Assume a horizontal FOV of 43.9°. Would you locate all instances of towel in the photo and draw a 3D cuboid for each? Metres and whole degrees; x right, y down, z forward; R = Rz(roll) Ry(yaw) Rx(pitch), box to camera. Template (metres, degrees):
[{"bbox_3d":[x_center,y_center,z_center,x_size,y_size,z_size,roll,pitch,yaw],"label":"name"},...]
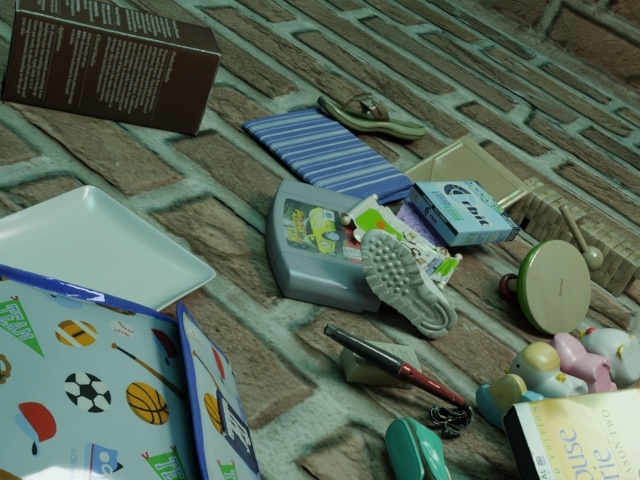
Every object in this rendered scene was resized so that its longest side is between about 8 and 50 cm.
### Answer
[{"bbox_3d":[0.019,-0.177,1.729,0.243,0.040,0.336,-18,50,-42],"label":"towel"}]

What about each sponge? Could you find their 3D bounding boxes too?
[{"bbox_3d":[0.202,-0.021,1.600,0.117,0.031,0.210,28,39,6],"label":"sponge"}]

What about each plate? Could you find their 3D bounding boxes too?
[{"bbox_3d":[-0.340,0.039,1.172,0.277,0.045,0.278,33,34,15],"label":"plate"}]

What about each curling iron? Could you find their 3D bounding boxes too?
[{"bbox_3d":[0.121,0.204,1.182,0.274,0.035,0.068,37,44,-8],"label":"curling iron"}]

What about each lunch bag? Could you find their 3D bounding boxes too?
[{"bbox_3d":[-0.220,0.223,0.826,0.385,0.239,0.328,23,28,-33],"label":"lunch bag"}]

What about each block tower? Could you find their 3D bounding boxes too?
[{"bbox_3d":[0.580,-0.008,1.796,0.335,0.097,0.091,38,35,24],"label":"block tower"}]

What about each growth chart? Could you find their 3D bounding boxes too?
[{"bbox_3d":[0.153,0.004,1.476,0.237,0.021,0.172,36,33,-1],"label":"growth chart"}]

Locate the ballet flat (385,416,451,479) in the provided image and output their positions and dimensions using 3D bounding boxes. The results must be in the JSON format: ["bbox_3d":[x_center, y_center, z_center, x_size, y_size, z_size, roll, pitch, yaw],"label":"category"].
[{"bbox_3d":[0.148,0.339,1.031,0.087,0.083,0.247,25,31,-25],"label":"ballet flat"}]

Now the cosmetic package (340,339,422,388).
[{"bbox_3d":[0.094,0.192,1.236,0.115,0.041,0.060,11,36,-20],"label":"cosmetic package"}]

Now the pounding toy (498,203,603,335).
[{"bbox_3d":[0.439,0.072,1.561,0.183,0.110,0.237,45,65,-22],"label":"pounding toy"}]

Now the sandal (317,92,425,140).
[{"bbox_3d":[0.126,-0.313,1.921,0.303,0.086,0.120,7,24,-29],"label":"sandal"}]

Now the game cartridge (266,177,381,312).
[{"bbox_3d":[0.000,0.000,1.430,0.196,0.060,0.294,10,38,-14],"label":"game cartridge"}]

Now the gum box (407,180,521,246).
[{"bbox_3d":[0.294,-0.058,1.623,0.184,0.041,0.157,-5,45,-36],"label":"gum box"}]

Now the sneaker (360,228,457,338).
[{"bbox_3d":[0.140,0.066,1.355,0.235,0.090,0.095,51,13,-23],"label":"sneaker"}]

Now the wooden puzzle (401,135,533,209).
[{"bbox_3d":[0.317,-0.122,1.779,0.239,0.044,0.221,-28,56,-22],"label":"wooden puzzle"}]

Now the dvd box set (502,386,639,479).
[{"bbox_3d":[0.491,0.345,1.080,0.420,0.062,0.307,-4,56,-12],"label":"dvd box set"}]

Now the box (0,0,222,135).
[{"bbox_3d":[-0.405,-0.348,1.550,0.381,0.191,0.143,9,35,-23],"label":"box"}]

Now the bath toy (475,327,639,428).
[{"bbox_3d":[0.409,0.225,1.330,0.348,0.129,0.151,-16,94,-43],"label":"bath toy"}]
